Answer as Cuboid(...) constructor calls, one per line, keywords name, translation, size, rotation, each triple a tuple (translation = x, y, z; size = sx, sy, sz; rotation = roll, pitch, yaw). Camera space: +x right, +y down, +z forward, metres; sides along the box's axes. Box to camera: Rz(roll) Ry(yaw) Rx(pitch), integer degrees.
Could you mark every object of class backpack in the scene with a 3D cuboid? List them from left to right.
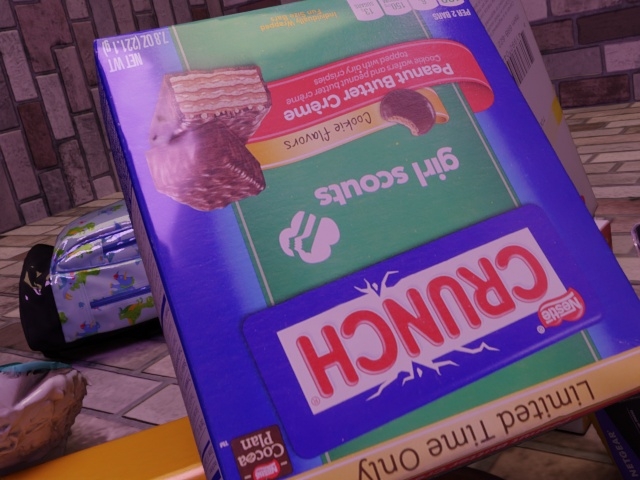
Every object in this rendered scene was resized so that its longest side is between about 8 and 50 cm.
Cuboid(name="backpack", translation=(-0.291, 0.034, 1.183), size=(0.355, 0.273, 0.290), rotation=(-2, 7, -12))

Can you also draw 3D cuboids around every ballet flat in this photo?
Cuboid(name="ballet flat", translation=(-0.290, 0.181, 0.673), size=(0.147, 0.147, 0.409), rotation=(-18, -2, -22))

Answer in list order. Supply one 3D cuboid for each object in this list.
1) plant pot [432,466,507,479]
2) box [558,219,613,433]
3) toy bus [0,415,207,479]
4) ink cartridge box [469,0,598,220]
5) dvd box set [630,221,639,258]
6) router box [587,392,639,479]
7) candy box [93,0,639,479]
Cuboid(name="plant pot", translation=(0.038, 0.238, 0.405), size=(0.237, 0.110, 0.237), rotation=(-12, 16, 3))
Cuboid(name="box", translation=(0.230, 0.079, 0.708), size=(0.091, 0.170, 0.130), rotation=(2, 21, 40))
Cuboid(name="toy bus", translation=(-0.092, 0.211, 0.557), size=(0.332, 0.130, 0.108), rotation=(-16, 16, -13))
Cuboid(name="ink cartridge box", translation=(0.149, -0.080, 0.809), size=(0.160, 0.385, 0.279), rotation=(2, 46, 45))
Cuboid(name="dvd box set", translation=(0.578, -0.054, 0.700), size=(0.420, 0.062, 0.307), rotation=(-3, -20, -19))
Cuboid(name="router box", translation=(0.399, 0.077, 0.593), size=(0.309, 0.081, 0.243), rotation=(-27, -3, -43))
Cuboid(name="candy box", translation=(0.022, -0.001, 0.473), size=(0.268, 0.317, 0.122), rotation=(-16, -20, -16))
